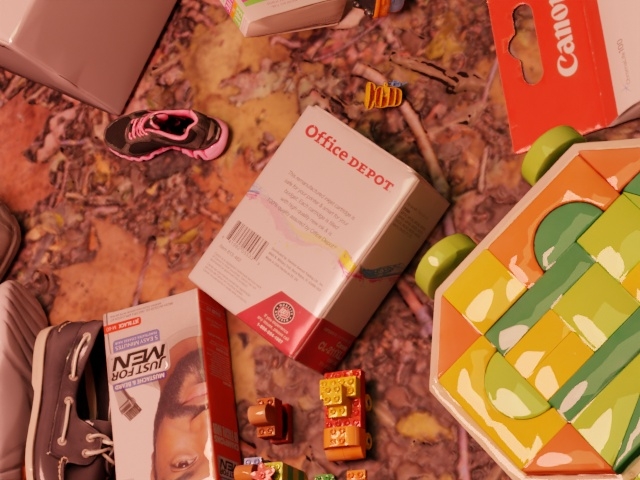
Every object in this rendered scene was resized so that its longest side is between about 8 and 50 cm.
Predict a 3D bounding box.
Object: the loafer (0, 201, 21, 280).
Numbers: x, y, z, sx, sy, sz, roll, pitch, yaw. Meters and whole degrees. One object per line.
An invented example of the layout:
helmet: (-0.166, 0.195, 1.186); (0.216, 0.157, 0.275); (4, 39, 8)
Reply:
loafer: (-0.380, 0.090, 1.725); (0.112, 0.111, 0.319); (25, 85, 31)

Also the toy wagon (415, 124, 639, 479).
toy wagon: (0.237, 0.025, 1.466); (0.344, 0.068, 0.267); (-47, 60, 6)

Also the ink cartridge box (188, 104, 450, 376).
ink cartridge box: (0.000, 0.000, 1.589); (0.127, 0.072, 0.175); (36, 91, 32)

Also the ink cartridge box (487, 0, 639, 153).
ink cartridge box: (0.238, -0.187, 1.545); (0.232, 0.066, 0.189); (-14, 68, 17)

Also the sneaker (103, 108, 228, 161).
sneaker: (-0.140, -0.096, 1.701); (0.119, 0.057, 0.047); (-1, 75, 27)

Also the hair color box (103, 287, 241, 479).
hair color box: (-0.121, 0.132, 1.617); (0.093, 0.053, 0.167); (-16, 68, 20)

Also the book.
book: (-0.054, -0.236, 1.685); (0.096, 0.035, 0.144); (-14, 55, -28)

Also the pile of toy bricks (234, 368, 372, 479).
pile of toy bricks: (-0.018, 0.198, 1.513); (0.118, 0.105, 0.212); (-9, 69, 24)

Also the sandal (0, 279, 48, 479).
sandal: (-0.270, 0.164, 1.662); (0.076, 0.102, 0.265); (-17, 58, 22)

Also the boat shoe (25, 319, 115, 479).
boat shoe: (-0.196, 0.160, 1.634); (0.065, 0.075, 0.206); (-17, 62, 24)

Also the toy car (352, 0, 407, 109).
toy car: (0.051, -0.168, 1.652); (0.040, 0.060, 0.122); (1, 90, -18)

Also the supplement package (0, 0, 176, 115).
supplement package: (-0.217, -0.290, 1.733); (0.175, 0.177, 0.293); (23, 84, 31)
